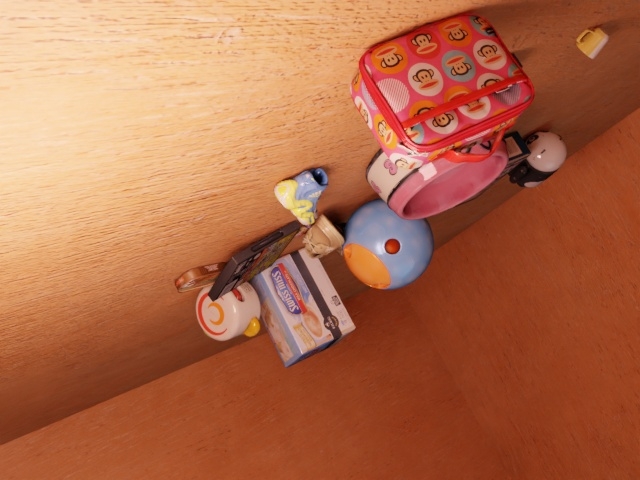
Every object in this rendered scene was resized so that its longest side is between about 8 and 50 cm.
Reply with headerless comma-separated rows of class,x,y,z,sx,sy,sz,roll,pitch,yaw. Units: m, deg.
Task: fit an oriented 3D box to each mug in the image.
mug,0.704,-0.513,1.560,0.078,0.062,0.064,-24,160,-50

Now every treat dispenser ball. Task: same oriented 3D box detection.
treat dispenser ball,0.210,0.010,1.899,0.288,0.288,0.288,-27,167,-7

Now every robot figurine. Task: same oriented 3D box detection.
robot figurine,0.844,-0.318,2.382,0.173,0.209,0.278,11,161,-5

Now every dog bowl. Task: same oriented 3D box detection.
dog bowl,0.338,-0.204,1.684,0.407,0.151,0.408,-22,162,-8

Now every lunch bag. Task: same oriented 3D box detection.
lunch bag,0.224,-0.253,1.090,0.293,0.258,0.120,-25,167,-17

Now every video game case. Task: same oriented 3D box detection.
video game case,-0.204,0.064,1.831,0.248,0.035,0.275,-31,169,-36

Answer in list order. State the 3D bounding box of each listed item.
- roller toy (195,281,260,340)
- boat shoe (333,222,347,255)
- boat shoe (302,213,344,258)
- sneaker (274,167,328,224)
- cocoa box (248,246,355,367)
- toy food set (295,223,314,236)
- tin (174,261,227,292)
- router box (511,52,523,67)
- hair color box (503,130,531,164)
roller toy,-0.298,0.223,1.994,0.209,0.191,0.146,-2,-174,35
boat shoe,0.074,-0.018,2.084,0.092,0.103,0.285,-40,165,-3
boat shoe,0.000,0.000,1.868,0.098,0.109,0.302,-37,175,-9
sneaker,-0.021,-0.111,1.512,0.126,0.091,0.240,-31,166,9
cocoa box,-0.080,0.238,2.166,0.227,0.347,0.231,-22,166,-26
toy food set,-0.045,-0.038,1.916,0.078,0.019,0.122,-36,172,31
tin,-0.350,0.109,1.800,0.106,0.040,0.189,-41,163,32
router box,0.372,-0.368,1.440,0.178,0.046,0.133,-23,166,-23
hair color box,0.596,-0.253,2.246,0.173,0.105,0.347,-21,166,-28
